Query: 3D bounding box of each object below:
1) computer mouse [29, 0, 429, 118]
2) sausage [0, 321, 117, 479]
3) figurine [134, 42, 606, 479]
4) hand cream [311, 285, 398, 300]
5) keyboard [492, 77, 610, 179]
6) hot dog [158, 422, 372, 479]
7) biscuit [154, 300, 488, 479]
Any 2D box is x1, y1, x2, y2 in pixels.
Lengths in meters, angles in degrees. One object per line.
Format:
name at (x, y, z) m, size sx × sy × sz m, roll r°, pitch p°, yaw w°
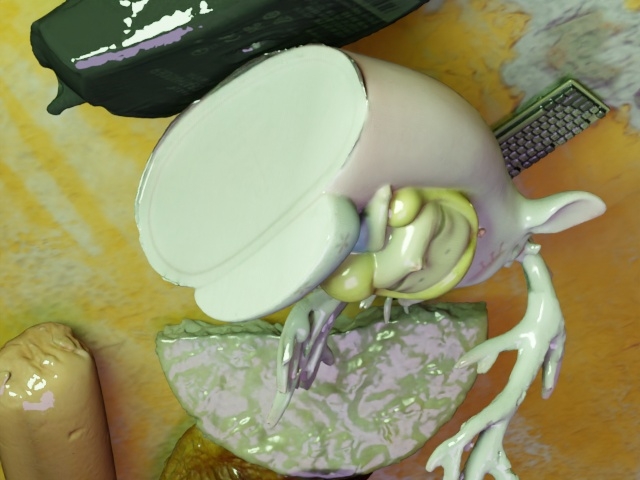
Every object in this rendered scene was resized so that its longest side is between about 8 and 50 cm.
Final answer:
computer mouse at (-0.051, -0.144, 1.148) m, size 0.264 × 0.088 × 0.147 m, roll -24°, pitch 164°, yaw 13°
sausage at (-0.201, 0.162, 1.517) m, size 0.086 × 0.086 × 0.289 m, roll -10°, pitch 146°, yaw -8°
figurine at (0.031, 0.023, 1.270) m, size 0.315 × 0.206 × 0.284 m, roll 14°, pitch 107°, yaw -45°
hand cream at (0.001, 0.003, 1.411) m, size 0.257 × 0.050 × 0.084 m, roll 17°, pitch 131°, yaw -42°
keyboard at (0.137, -0.067, 1.390) m, size 0.129 × 0.015 × 0.049 m, roll -34°, pitch 141°, yaw 25°
hot dog at (-0.048, 0.208, 1.627) m, size 0.160 × 0.099 × 0.227 m, roll 12°, pitch 131°, yaw -32°
biscuit at (0.004, 0.116, 1.499) m, size 0.250 × 0.032 × 0.133 m, roll -5°, pitch 107°, yaw -4°
